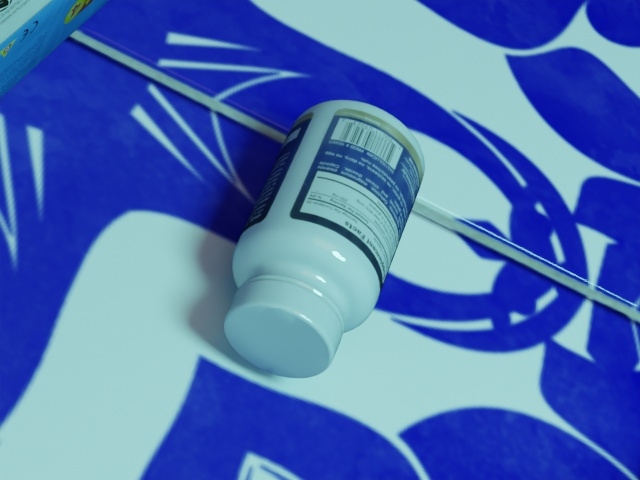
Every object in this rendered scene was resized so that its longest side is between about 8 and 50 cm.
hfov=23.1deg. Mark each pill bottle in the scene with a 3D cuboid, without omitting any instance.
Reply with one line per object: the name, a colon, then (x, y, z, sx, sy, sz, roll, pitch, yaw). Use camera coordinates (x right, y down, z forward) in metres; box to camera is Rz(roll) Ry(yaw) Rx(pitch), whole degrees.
pill bottle: (0.000, 0.000, 0.981, 0.094, 0.094, 0.169, 29, 51, -7)

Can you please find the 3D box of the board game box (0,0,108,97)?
board game box: (-0.283, -0.232, 1.000, 0.302, 0.086, 0.308, 38, 51, 1)
